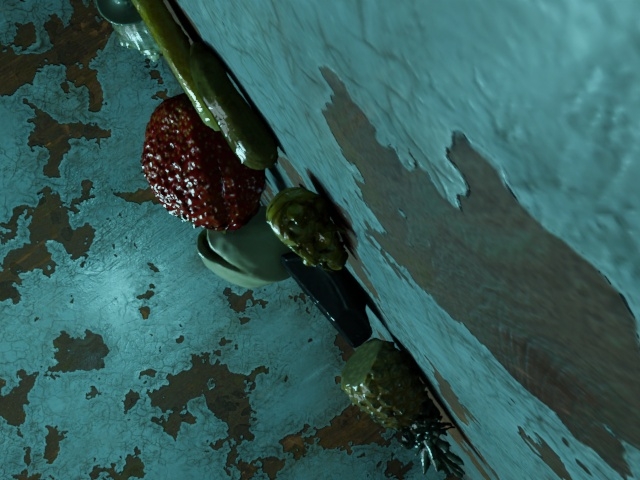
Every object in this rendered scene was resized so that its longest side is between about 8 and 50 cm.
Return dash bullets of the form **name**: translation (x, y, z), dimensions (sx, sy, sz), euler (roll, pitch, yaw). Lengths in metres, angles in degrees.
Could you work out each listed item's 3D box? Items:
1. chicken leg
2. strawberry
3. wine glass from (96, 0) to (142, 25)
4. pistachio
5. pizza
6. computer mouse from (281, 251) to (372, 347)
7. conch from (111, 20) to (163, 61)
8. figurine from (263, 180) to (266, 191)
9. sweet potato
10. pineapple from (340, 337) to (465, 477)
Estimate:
- **chicken leg**: translation (-0.001, -0.002, 0.693), dimensions (0.101, 0.085, 0.207), euler (37, 174, 35)
- **strawberry**: translation (-0.241, -0.165, 0.995), dimensions (0.288, 0.250, 0.238), euler (98, 150, -44)
- **wine glass**: translation (-0.343, -0.448, 0.747), dimensions (0.103, 0.103, 0.231), euler (54, 171, 4)
- **pistachio**: translation (-0.161, 0.008, 1.187), dimensions (0.332, 0.208, 0.226), euler (-12, -110, -52)
- **pizza**: translation (-0.232, -0.311, 0.805), dimensions (0.271, 0.056, 0.134), euler (61, -175, -7)
- **computer mouse**: translation (0.022, 0.110, 1.066), dimensions (0.269, 0.100, 0.170), euler (45, 173, 38)
- **conch**: translation (-0.344, -0.446, 0.952), dimensions (0.155, 0.130, 0.207), euler (21, 142, 9)
- **figurine**: translation (-0.312, -0.216, 1.375), dimensions (0.261, 0.211, 0.270), euler (58, 175, -32)
- **sweet potato**: translation (-0.141, -0.206, 0.716), dimensions (0.233, 0.062, 0.081), euler (57, 179, 2)
- **pineapple**: translation (0.196, 0.372, 1.033), dimensions (0.340, 0.169, 0.169), euler (47, 176, -9)
